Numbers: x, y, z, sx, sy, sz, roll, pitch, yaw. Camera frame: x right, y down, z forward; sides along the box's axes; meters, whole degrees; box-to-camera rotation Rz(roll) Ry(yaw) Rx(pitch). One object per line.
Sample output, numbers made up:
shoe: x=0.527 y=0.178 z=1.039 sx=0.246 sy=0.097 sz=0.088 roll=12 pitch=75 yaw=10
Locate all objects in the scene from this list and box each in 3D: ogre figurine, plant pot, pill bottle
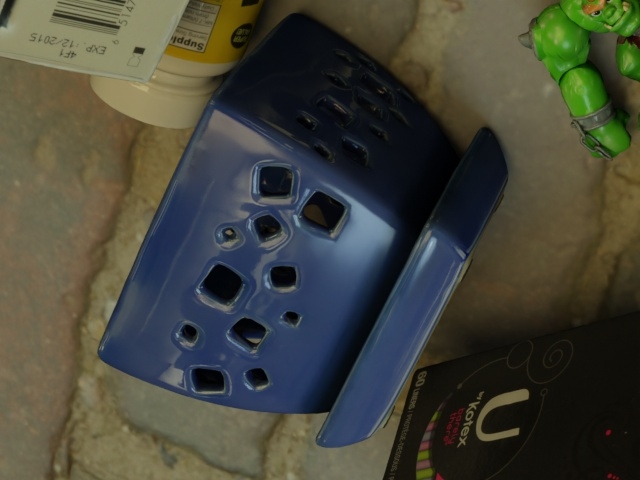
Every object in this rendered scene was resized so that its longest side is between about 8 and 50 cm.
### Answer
ogre figurine: x=0.223 y=-0.156 z=1.343 sx=0.118 sy=0.097 sz=0.197 roll=34 pitch=135 yaw=-12
plant pot: x=0.000 y=0.000 z=1.418 sx=0.212 sy=0.236 sz=0.236 roll=27 pitch=117 yaw=4
pill bottle: x=-0.098 y=-0.197 z=1.442 sx=0.119 sy=0.119 sz=0.208 roll=28 pitch=118 yaw=11

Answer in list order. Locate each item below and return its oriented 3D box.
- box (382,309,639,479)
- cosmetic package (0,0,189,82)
box: x=0.184 y=0.168 z=1.370 sx=0.143 sy=0.165 sz=0.270 roll=36 pitch=145 yaw=-29
cosmetic package: x=-0.187 y=-0.261 z=1.353 sx=0.129 sy=0.296 sz=0.153 roll=9 pitch=124 yaw=-30
